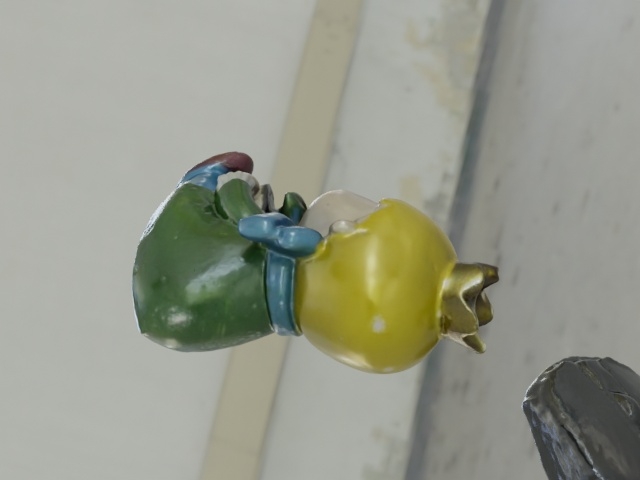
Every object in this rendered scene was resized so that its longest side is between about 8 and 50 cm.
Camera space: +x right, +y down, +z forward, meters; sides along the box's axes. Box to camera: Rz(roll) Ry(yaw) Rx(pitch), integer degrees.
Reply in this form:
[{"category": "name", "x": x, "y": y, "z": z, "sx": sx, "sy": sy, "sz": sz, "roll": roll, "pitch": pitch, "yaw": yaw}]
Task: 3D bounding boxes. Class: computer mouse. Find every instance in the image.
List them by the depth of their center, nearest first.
[{"category": "computer mouse", "x": 0.257, "y": 0.208, "z": 1.349, "sx": 0.086, "sy": 0.137, "sz": 0.270, "roll": -36, "pitch": 63, "yaw": 44}]

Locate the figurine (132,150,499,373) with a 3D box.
[{"category": "figurine", "x": 0.004, "y": 0.010, "z": 1.132, "sx": 0.185, "sy": 0.234, "sz": 0.127, "roll": -69, "pitch": -33, "yaw": -61}]
